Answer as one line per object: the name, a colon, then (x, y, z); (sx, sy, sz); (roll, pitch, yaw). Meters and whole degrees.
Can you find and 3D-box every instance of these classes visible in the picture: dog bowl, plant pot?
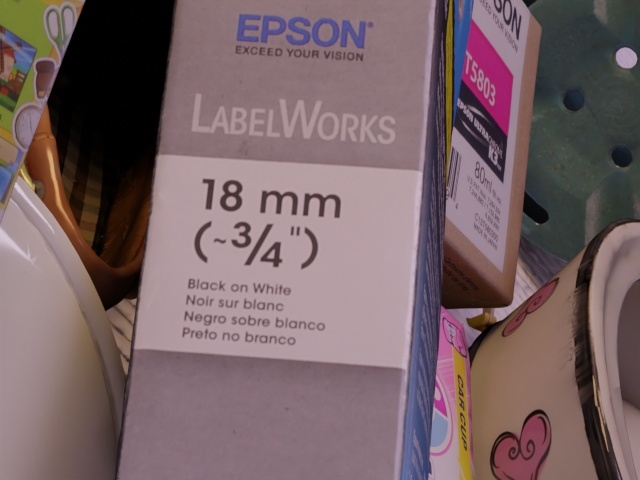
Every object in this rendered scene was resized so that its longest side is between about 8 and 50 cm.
dog bowl: (0.205, 0.201, 1.111); (0.408, 0.150, 0.408); (42, 33, -36)
plant pot: (0.271, -0.147, 1.385); (0.341, 0.341, 0.334); (59, 35, -8)

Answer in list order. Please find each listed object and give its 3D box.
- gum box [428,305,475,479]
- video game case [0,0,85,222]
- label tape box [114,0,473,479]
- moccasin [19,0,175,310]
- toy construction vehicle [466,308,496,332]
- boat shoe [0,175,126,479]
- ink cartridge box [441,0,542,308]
gum box: (0.028, 0.093, 0.982); (0.107, 0.062, 0.188); (42, 34, -37)
video game case: (-0.171, -0.075, 0.543); (0.227, 0.026, 0.206); (33, 68, -43)
label tape box: (0.000, 0.000, 0.757); (0.240, 0.106, 0.333); (77, 17, -71)
moccasin: (-0.100, -0.096, 0.827); (0.139, 0.147, 0.380); (51, 29, -24)
toy construction vehicle: (0.078, 0.005, 1.185); (0.086, 0.035, 0.098); (32, 40, -46)
boat shoe: (-0.182, -0.004, 0.636); (0.116, 0.099, 0.319); (-51, 117, -27)
ink cartridge box: (0.041, -0.088, 1.050); (0.235, 0.088, 0.193); (39, 54, -54)
